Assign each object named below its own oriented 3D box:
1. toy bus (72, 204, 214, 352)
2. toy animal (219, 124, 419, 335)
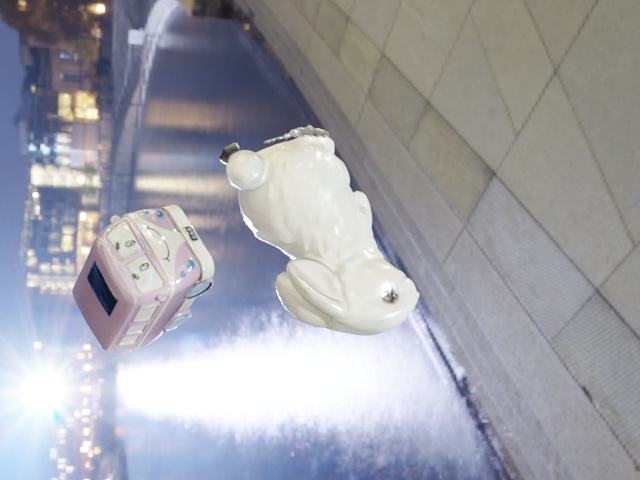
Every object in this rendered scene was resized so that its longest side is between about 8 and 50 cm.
[{"bbox_3d":[-0.255,0.056,1.130,0.142,0.142,0.202,57,137,17],"label":"toy bus"},{"bbox_3d":[0.000,0.000,1.282,0.194,0.258,0.357,-48,63,44],"label":"toy animal"}]
